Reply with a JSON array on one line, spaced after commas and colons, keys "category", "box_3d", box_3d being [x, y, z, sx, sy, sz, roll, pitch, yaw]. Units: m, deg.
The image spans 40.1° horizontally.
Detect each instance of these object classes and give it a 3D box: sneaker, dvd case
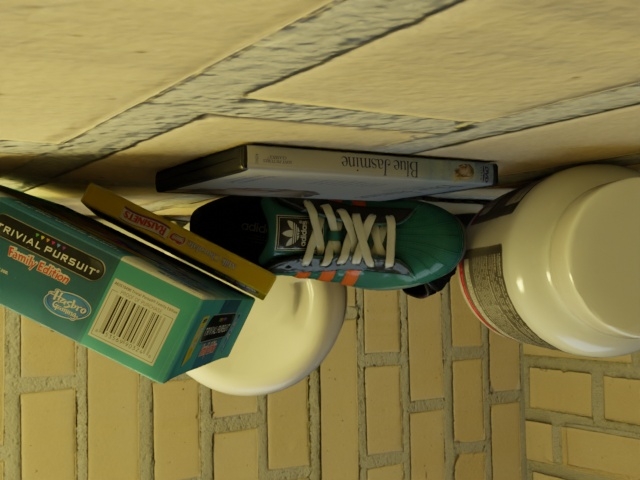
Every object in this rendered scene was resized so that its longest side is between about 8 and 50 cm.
[{"category": "sneaker", "box_3d": [0.138, 0.012, 1.122, 0.283, 0.124, 0.107, 1, 177, -41]}, {"category": "sneaker", "box_3d": [0.000, 0.000, 0.947, 0.302, 0.108, 0.121, 2, 180, 21]}, {"category": "dvd case", "box_3d": [0.004, -0.055, 0.780, 0.253, 0.022, 0.180, 0, 176, -32]}]

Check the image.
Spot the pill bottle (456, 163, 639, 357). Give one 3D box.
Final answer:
[{"category": "pill bottle", "box_3d": [0.247, 0.021, 0.846, 0.177, 0.176, 0.318, -1, 177, -3]}]

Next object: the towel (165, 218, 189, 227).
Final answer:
[{"category": "towel", "box_3d": [-0.264, -0.016, 1.372, 0.110, 0.027, 0.148, -1, 177, 15]}]

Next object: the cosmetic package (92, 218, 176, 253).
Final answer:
[{"category": "cosmetic package", "box_3d": [-0.320, 0.034, 1.260, 0.231, 0.117, 0.085, 0, 161, -4]}]

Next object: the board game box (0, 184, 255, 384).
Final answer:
[{"category": "board game box", "box_3d": [-0.209, 0.033, 0.837, 0.254, 0.079, 0.336, 26, 178, 4]}]

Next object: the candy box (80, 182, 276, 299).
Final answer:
[{"category": "candy box", "box_3d": [-0.143, 0.004, 0.910, 0.206, 0.027, 0.105, 27, 173, -1]}]

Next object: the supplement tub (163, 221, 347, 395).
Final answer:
[{"category": "supplement tub", "box_3d": [-0.083, 0.078, 1.213, 0.241, 0.240, 0.331, -1, 177, 3]}]
